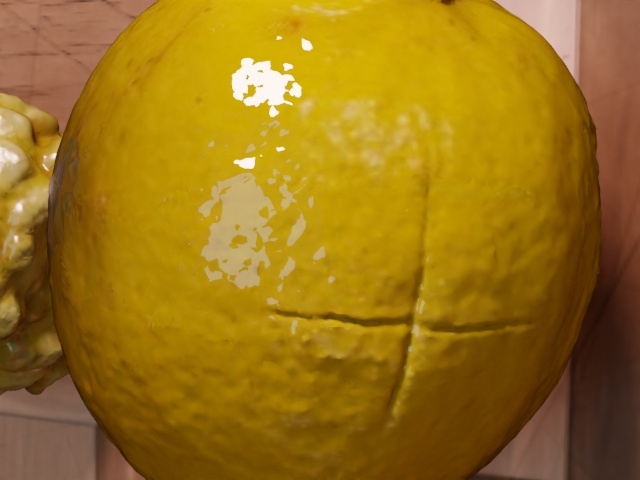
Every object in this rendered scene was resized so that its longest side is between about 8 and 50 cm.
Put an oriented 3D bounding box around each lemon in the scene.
[{"bbox_3d":[0.000,0.000,0.753,0.297,0.297,0.297,2,94,28],"label":"lemon"}]

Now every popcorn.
[{"bbox_3d":[-0.228,-0.002,0.935,0.189,0.169,0.218,23,122,32],"label":"popcorn"}]
